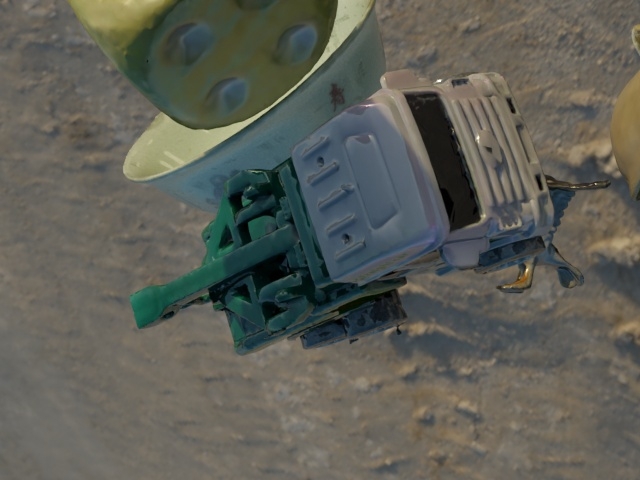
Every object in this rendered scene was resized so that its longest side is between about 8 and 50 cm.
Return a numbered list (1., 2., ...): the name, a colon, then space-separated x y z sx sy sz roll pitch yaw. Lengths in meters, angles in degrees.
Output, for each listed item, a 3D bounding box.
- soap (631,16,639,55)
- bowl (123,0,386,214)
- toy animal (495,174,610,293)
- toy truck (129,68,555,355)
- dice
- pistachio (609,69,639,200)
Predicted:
1. soap: 0.715 -0.291 1.565 0.169 0.338 0.304 58 -168 -71
2. bowl: -0.051 -0.159 1.402 0.434 0.435 0.196 -13 125 45
3. toy animal: 0.238 -0.015 1.218 0.272 0.197 0.160 141 124 -80
4. toy truck: 0.007 -0.002 0.807 0.363 0.178 0.177 -28 77 45
5. dice: -0.135 -0.285 1.121 0.227 0.238 0.233 55 -171 33
6. pistachio: 0.306 -0.100 0.808 0.126 0.152 0.223 32 173 17
